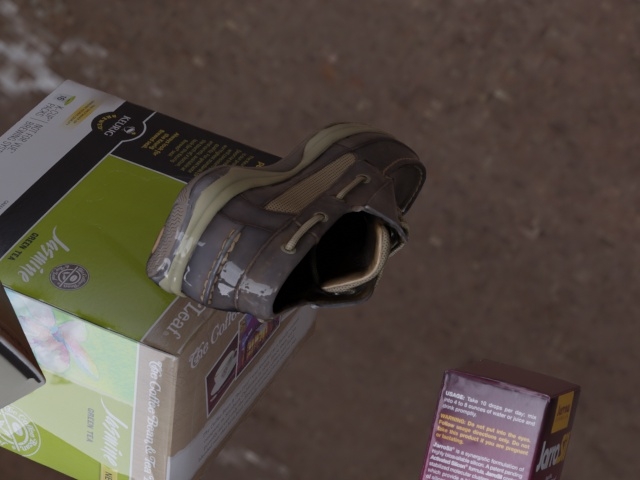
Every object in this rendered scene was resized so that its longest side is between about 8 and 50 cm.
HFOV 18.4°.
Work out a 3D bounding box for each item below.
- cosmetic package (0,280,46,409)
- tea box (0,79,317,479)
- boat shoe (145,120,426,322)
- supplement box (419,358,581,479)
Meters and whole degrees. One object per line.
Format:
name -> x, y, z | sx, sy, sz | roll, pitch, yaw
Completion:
cosmetic package -> -0.321, -0.013, 1.385 | 0.296, 0.129, 0.153 | 61, 180, 22
tea box -> -0.204, 0.047, 1.971 | 0.324, 0.329, 0.220 | 21, 130, 18
boat shoe -> 0.000, 0.000, 1.628 | 0.130, 0.355, 0.132 | 35, 120, 19
supplement box -> 0.120, 0.187, 1.426 | 0.081, 0.188, 0.104 | 14, -175, 20
